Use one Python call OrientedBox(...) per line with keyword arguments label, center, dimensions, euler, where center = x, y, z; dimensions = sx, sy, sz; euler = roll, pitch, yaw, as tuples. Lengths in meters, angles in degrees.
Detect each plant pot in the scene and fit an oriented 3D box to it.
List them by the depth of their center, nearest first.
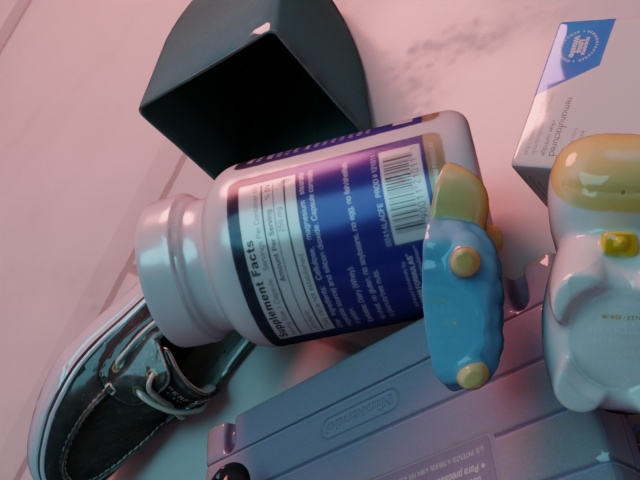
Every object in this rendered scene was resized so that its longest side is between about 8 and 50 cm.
OrientedBox(label="plant pot", center=(-0.056, -0.196, 0.851), dimensions=(0.166, 0.165, 0.234), euler=(-23, 44, 27))

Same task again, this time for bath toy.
OrientedBox(label="bath toy", center=(0.235, 0.023, 0.434), dimensions=(0.349, 0.129, 0.151), euler=(5, 97, 14))

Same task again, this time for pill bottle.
OrientedBox(label="pill bottle", center=(0.000, 0.000, 0.642), dimensions=(0.265, 0.153, 0.153), euler=(-12, 56, 13))

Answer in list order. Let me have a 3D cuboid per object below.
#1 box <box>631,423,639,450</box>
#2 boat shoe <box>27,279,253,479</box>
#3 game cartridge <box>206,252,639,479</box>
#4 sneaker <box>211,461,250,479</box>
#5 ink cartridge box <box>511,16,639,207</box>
OrientedBox(label="box", center=(0.178, 0.195, 0.501), dimensions=(0.109, 0.042, 0.178), euler=(-5, 62, 40))
OrientedBox(label="boat shoe", center=(-0.148, 0.111, 0.761), dimensions=(0.335, 0.121, 0.119), euler=(-54, 40, -4))
OrientedBox(label="game cartridge", center=(0.049, 0.184, 0.568), dimensions=(0.355, 0.068, 0.230), euler=(-32, 48, 32))
OrientedBox(label="sneaker", center=(-0.059, 0.195, 0.569), dimensions=(0.235, 0.084, 0.097), euler=(-32, 43, 32))
OrientedBox(label="ink cartridge box", center=(0.270, -0.086, 0.572), dimensions=(0.231, 0.078, 0.134), euler=(8, 70, 41))
